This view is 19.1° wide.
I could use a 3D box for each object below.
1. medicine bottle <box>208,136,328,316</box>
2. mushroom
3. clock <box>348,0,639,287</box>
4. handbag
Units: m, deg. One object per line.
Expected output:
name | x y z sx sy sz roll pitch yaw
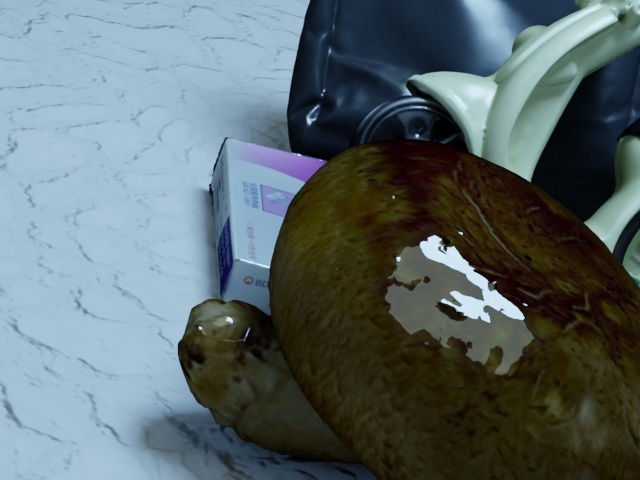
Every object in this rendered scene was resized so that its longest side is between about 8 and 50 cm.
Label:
medicine bottle | 0.000 0.000 1.506 0.171 0.052 0.201 13 28 -11
mushroom | 0.105 0.073 1.254 0.345 0.239 0.345 16 52 -22
clock | 0.233 -0.050 1.474 0.379 0.276 0.120 35 -8 -2
handbag | 0.139 -0.170 1.646 0.301 0.275 0.178 11 -8 6
